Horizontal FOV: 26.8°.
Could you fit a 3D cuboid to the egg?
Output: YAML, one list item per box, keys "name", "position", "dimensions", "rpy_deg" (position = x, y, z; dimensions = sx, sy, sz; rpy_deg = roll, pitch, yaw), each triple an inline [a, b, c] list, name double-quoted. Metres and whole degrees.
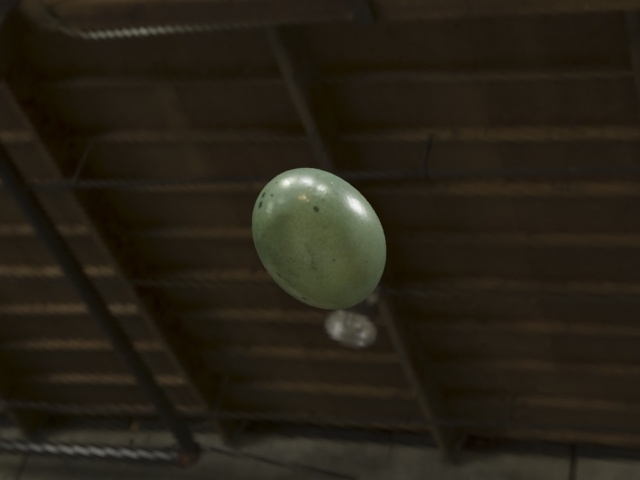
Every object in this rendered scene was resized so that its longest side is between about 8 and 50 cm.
- name: "egg"
  position: [0.000, 0.000, 1.847]
  dimensions: [0.169, 0.169, 0.236]
  rpy_deg: [-5, -35, 25]
